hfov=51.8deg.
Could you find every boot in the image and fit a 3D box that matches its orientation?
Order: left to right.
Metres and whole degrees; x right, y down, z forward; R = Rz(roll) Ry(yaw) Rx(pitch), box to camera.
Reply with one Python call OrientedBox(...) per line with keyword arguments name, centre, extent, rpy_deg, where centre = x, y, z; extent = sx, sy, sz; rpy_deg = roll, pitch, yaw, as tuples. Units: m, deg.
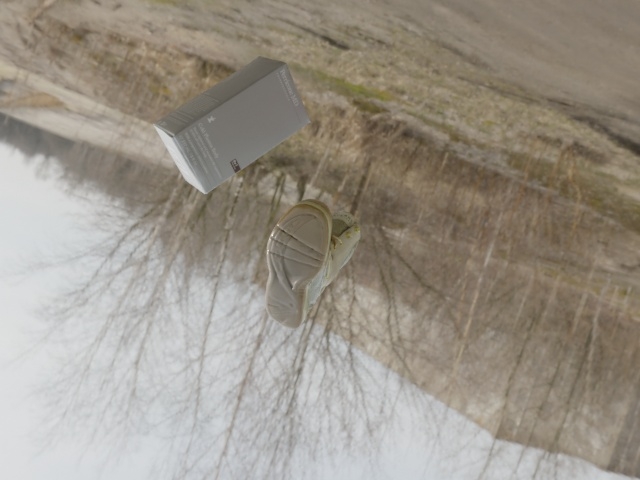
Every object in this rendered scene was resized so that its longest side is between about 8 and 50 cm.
OrientedBox(name="boot", centre=(0.000, 0.000, 0.884), extent=(0.077, 0.213, 0.165), rpy_deg=(28, -135, 15))

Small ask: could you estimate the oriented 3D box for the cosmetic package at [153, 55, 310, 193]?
OrientedBox(name="cosmetic package", centre=(-0.149, -0.203, 1.137), extent=(0.107, 0.238, 0.127), rpy_deg=(35, 157, 51))
